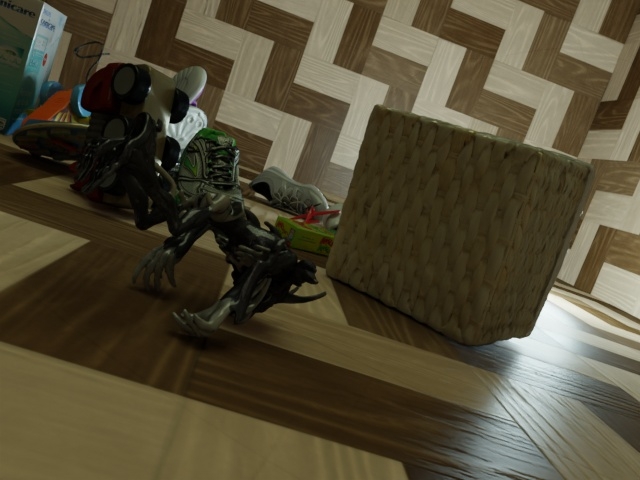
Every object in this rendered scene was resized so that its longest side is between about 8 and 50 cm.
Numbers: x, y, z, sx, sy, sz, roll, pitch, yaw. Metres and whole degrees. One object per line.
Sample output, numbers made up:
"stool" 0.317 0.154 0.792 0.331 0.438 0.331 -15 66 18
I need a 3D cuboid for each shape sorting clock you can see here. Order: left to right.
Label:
"shape sorting clock" -0.463 -0.179 1.143 0.206 0.040 0.206 2 -10 0

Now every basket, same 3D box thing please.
"basket" 0.225 -0.027 1.039 0.328 0.331 0.266 25 15 35

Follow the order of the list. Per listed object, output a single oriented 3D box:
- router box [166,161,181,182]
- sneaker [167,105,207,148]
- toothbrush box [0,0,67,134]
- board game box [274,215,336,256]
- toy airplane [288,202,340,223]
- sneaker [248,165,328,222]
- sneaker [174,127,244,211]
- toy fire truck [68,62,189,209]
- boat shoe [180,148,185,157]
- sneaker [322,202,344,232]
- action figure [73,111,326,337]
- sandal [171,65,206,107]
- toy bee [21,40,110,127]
"router box" -0.324 -0.120 1.108 0.122 0.092 0.038 22 8 13
"sneaker" -0.493 -0.320 1.615 0.323 0.130 0.236 -24 42 -35
"toothbrush box" -0.690 -0.397 1.361 0.126 0.295 0.216 18 7 -13
"board game box" 0.000 0.000 1.277 0.181 0.043 0.092 15 10 -34
"toy airplane" -0.030 -0.056 1.486 0.151 0.028 0.151 -12 26 6
"sneaker" -0.094 -0.116 1.783 0.281 0.105 0.115 30 46 34
"sneaker" -0.221 -0.135 1.205 0.134 0.146 0.343 17 19 -29
"toy fire truck" -0.344 -0.162 1.001 0.246 0.217 0.158 6 -6 29
"boat shoe" -0.358 -0.257 1.830 0.156 0.136 0.367 19 11 -5
"sneaker" 0.145 -0.001 1.526 0.297 0.111 0.129 13 20 -2
"action figure" -0.115 0.011 0.594 0.276 0.141 0.164 46 -17 -33
"sandal" -0.435 -0.377 1.792 0.102 0.169 0.416 28 -34 -35
"toy bee" -0.537 -0.287 1.371 0.195 0.298 0.162 25 -34 23
